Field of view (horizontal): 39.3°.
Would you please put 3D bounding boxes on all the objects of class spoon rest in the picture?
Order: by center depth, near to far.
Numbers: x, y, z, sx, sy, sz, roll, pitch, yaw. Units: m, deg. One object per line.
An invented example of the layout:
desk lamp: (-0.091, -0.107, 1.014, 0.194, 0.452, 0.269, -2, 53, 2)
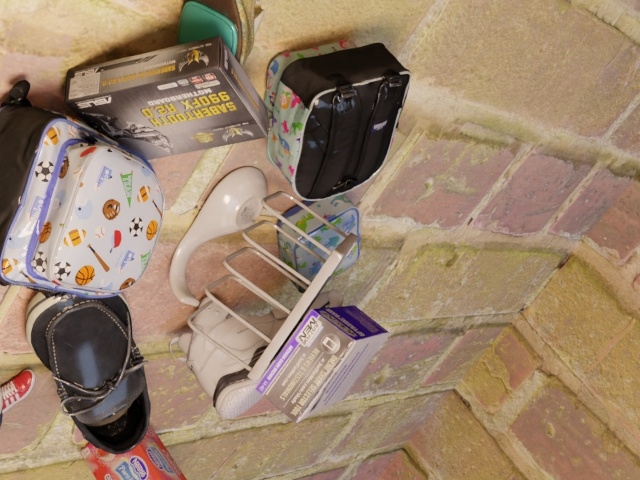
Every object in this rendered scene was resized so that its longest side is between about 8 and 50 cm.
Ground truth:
spoon rest: (-0.192, -0.017, 1.636, 0.276, 0.084, 0.137, -57, 151, 2)

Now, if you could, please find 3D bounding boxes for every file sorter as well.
file sorter: (-0.089, 0.073, 1.619, 0.277, 0.173, 0.193, -56, 176, 14)

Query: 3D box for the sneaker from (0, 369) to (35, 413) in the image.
sneaker: (-0.569, 0.273, 1.603, 0.118, 0.042, 0.067, -43, 154, 8)

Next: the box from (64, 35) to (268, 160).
box: (-0.211, -0.191, 1.259, 0.231, 0.056, 0.183, -9, 154, 14)

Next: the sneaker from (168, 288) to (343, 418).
sneaker: (-0.128, 0.177, 1.828, 0.366, 0.210, 0.137, -40, 162, -28)

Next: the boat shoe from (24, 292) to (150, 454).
boat shoe: (-0.404, 0.238, 1.638, 0.187, 0.156, 0.500, -26, 147, -21)

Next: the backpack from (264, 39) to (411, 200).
backpack: (0.016, -0.198, 1.496, 0.225, 0.191, 0.253, -20, 138, -28)

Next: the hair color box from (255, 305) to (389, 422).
hair color box: (0.014, 0.228, 1.730, 0.185, 0.110, 0.339, -55, 168, 6)

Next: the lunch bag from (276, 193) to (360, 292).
lunch bag: (0.000, 0.000, 1.852, 0.176, 0.090, 0.219, -30, 149, -16)

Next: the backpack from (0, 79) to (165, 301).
backpack: (-0.335, -0.040, 1.232, 0.276, 0.213, 0.263, -68, 157, 0)

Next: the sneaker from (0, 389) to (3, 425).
sneaker: (-0.680, 0.287, 1.442, 0.323, 0.130, 0.236, 0, 114, -32)

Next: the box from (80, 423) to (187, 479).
box: (-0.385, 0.517, 1.932, 0.128, 0.257, 0.122, -43, 153, 3)

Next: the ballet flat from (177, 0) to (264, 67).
ballet flat: (-0.126, -0.342, 1.227, 0.123, 0.123, 0.348, -25, 147, -26)
